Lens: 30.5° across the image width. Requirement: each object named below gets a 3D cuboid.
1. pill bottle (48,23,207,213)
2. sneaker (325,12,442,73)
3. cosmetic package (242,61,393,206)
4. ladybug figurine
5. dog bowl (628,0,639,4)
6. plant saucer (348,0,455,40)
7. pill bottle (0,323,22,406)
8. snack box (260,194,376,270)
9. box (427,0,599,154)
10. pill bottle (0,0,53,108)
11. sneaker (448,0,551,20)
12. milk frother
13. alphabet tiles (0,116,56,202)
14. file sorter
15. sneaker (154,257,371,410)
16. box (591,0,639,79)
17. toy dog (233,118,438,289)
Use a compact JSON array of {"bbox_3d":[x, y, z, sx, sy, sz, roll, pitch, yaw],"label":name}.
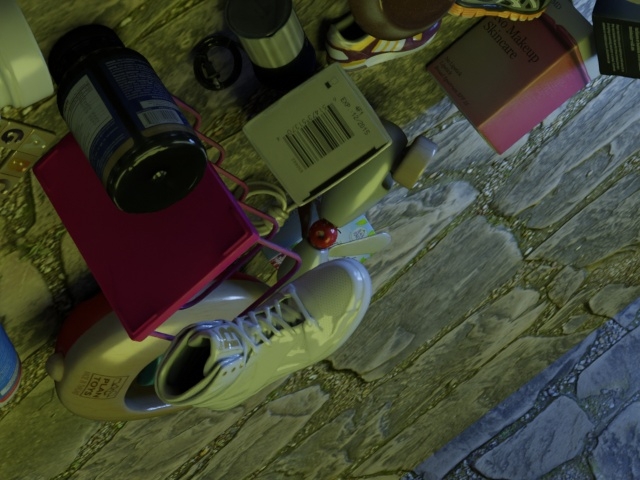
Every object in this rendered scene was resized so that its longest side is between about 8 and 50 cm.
[{"bbox_3d":[-0.231,-0.147,1.366,0.123,0.219,0.123,-26,151,-15],"label":"pill bottle"},{"bbox_3d":[0.093,-0.299,1.639,0.185,0.069,0.084,-28,153,-16],"label":"sneaker"},{"bbox_3d":[-0.003,-0.140,1.577,0.153,0.129,0.296,-35,-176,4],"label":"cosmetic package"},{"bbox_3d":[-0.243,0.152,1.879,0.449,0.162,0.305,-3,140,-45],"label":"ladybug figurine"},{"bbox_3d":[0.358,-0.438,1.440,0.349,0.348,0.102,-5,152,-43],"label":"dog bowl"},{"bbox_3d":[0.127,-0.353,1.562,0.199,0.036,0.198,-20,131,-25],"label":"plant saucer"},{"bbox_3d":[-0.501,0.146,1.634,0.124,0.124,0.221,-27,151,-15],"label":"pill bottle"},{"bbox_3d":[0.000,0.000,2.002,0.174,0.070,0.207,-35,153,1],"label":"snack box"},{"bbox_3d":[0.309,-0.273,1.825,0.232,0.148,0.127,-40,151,9],"label":"box"},{"bbox_3d":[-0.437,-0.148,1.199,0.301,0.169,0.169,-26,151,-15],"label":"pill bottle"},{"bbox_3d":[0.266,-0.372,1.698,0.215,0.084,0.083,-12,140,-35],"label":"sneaker"},{"bbox_3d":[-0.096,-0.247,1.453,0.143,0.129,0.135,-40,156,-4],"label":"milk frother"},{"bbox_3d":[-0.470,-0.070,1.455,0.237,0.009,0.198,-46,150,20],"label":"alphabet tiles"},{"bbox_3d":[-0.190,-0.032,1.521,0.202,0.290,0.182,-41,154,12],"label":"file sorter"},{"bbox_3d":[-0.074,0.122,1.475,0.292,0.108,0.169,-39,161,13],"label":"sneaker"},{"bbox_3d":[0.573,-0.379,1.670,0.183,0.294,0.296,52,54,-63],"label":"box"},{"bbox_3d":[0.041,-0.075,1.840,0.334,0.220,0.161,-36,-176,18],"label":"toy dog"}]
